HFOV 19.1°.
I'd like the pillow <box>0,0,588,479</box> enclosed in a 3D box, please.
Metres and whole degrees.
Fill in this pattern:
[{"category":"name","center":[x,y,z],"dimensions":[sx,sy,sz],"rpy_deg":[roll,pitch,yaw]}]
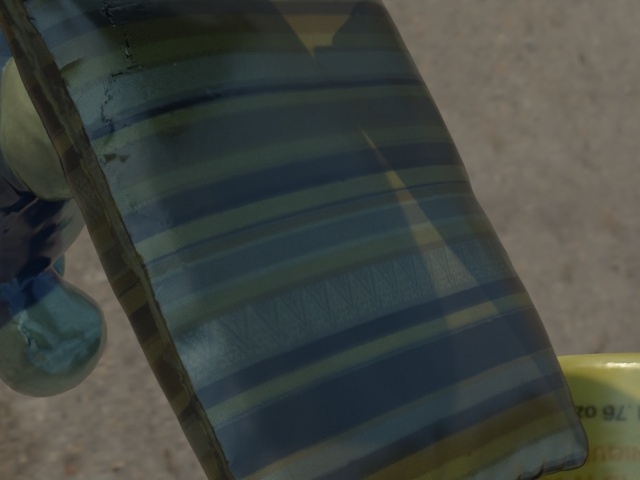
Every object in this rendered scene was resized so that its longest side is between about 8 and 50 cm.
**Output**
[{"category":"pillow","center":[0.000,0.000,0.615],"dimensions":[0.208,0.052,0.212],"rpy_deg":[-12,75,-59]}]

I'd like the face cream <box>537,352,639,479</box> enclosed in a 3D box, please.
[{"category":"face cream","center":[0.150,0.167,0.949],"dimensions":[0.218,0.218,0.179],"rpy_deg":[22,63,-50]}]

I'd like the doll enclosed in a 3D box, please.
[{"category":"doll","center":[-0.123,-0.087,0.843],"dimensions":[0.228,0.154,0.258],"rpy_deg":[101,8,-48]}]
